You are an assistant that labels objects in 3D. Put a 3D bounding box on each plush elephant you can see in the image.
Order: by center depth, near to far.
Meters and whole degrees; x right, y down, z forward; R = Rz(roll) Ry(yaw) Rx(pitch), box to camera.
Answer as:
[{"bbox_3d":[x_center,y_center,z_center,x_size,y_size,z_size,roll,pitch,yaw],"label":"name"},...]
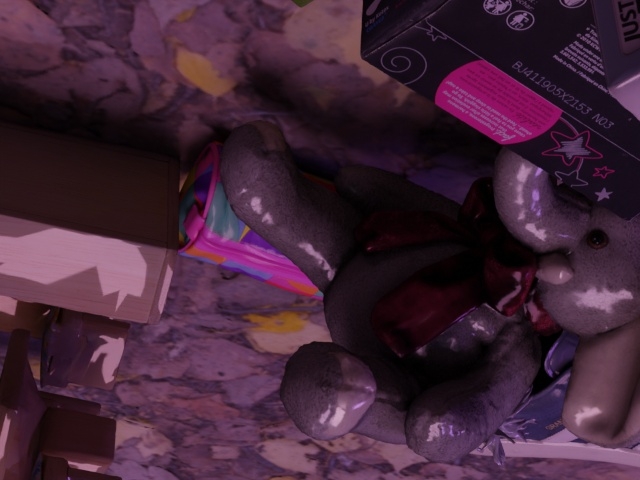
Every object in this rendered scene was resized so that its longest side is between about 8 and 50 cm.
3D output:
[{"bbox_3d":[0.131,0.024,1.283,0.255,0.272,0.330,-37,132,22],"label":"plush elephant"}]

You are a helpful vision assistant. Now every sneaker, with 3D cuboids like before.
[{"bbox_3d":[0.257,0.108,1.525,0.350,0.131,0.148,-4,137,9],"label":"sneaker"}]

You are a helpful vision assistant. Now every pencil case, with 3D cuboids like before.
[{"bbox_3d":[0.000,0.000,1.433,0.236,0.104,0.104,19,144,-16],"label":"pencil case"}]

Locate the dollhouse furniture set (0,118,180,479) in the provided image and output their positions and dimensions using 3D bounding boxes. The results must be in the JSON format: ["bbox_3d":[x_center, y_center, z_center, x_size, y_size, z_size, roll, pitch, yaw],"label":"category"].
[{"bbox_3d":[-0.282,0.112,1.438,0.256,0.362,0.394,13,118,-10],"label":"dollhouse furniture set"}]

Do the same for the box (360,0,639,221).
[{"bbox_3d":[0.169,-0.151,1.141,0.247,0.142,0.163,28,136,-30],"label":"box"}]

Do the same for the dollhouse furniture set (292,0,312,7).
[{"bbox_3d":[0.047,-0.158,1.226,0.076,0.059,0.151,-25,135,38],"label":"dollhouse furniture set"}]

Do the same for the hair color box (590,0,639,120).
[{"bbox_3d":[0.349,-0.150,0.942,0.374,0.114,0.185,-28,133,27],"label":"hair color box"}]
